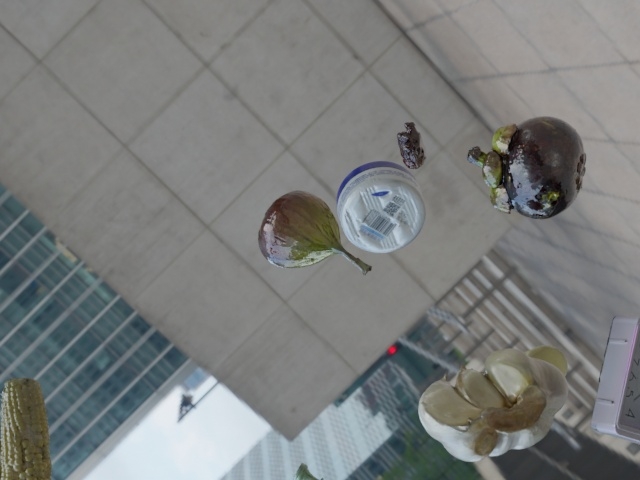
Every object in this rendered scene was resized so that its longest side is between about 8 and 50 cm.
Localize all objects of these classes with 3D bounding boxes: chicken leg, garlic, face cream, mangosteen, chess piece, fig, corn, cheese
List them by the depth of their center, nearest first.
[{"bbox_3d":[-0.489,0.373,1.396,0.086,0.086,0.288,40,-141,-67],"label":"corn"},{"bbox_3d":[0.381,-0.139,1.568,0.217,0.192,0.192,9,169,19],"label":"mangosteen"},{"bbox_3d":[0.329,0.313,1.591,0.185,0.281,0.203,63,172,-29],"label":"garlic"},{"bbox_3d":[-0.007,0.000,1.661,0.230,0.160,0.143,27,169,-4],"label":"fig"},{"bbox_3d":[-0.009,0.506,1.760,0.093,0.042,0.042,29,180,7],"label":"chess piece"},{"bbox_3d":[0.202,-0.199,1.815,0.048,0.090,0.219,1,173,16],"label":"chicken leg"},{"bbox_3d":[0.453,0.299,1.866,0.123,0.167,0.094,-5,-109,-33],"label":"cheese"},{"bbox_3d":[0.143,-0.074,1.978,0.206,0.206,0.111,45,-163,-25],"label":"face cream"}]

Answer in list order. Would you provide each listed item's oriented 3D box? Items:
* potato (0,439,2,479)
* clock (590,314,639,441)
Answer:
[{"bbox_3d":[-0.573,0.454,1.571,0.137,0.176,0.137,12,-144,-9],"label":"potato"},{"bbox_3d":[0.536,0.233,1.372,0.150,0.197,0.063,19,169,-17],"label":"clock"}]
